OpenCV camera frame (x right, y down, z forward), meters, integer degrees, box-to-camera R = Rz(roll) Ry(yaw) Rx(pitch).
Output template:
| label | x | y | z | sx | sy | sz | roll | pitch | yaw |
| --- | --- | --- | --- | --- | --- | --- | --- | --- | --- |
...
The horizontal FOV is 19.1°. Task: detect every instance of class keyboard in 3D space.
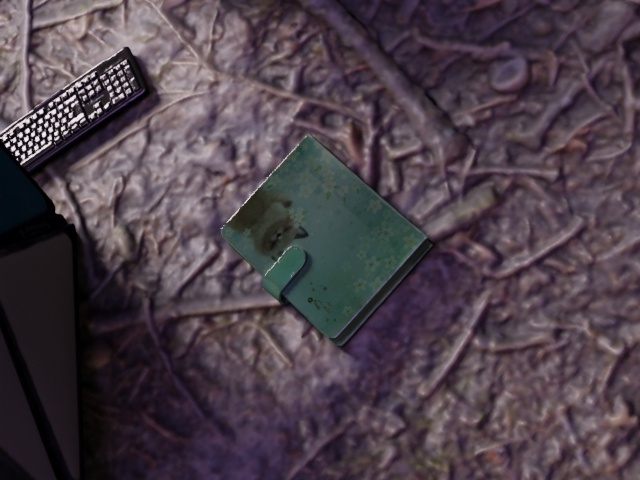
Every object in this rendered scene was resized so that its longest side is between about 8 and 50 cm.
| label | x | y | z | sx | sy | sz | roll | pitch | yaw |
| --- | --- | --- | --- | --- | --- | --- | --- | --- | --- |
| keyboard | -0.202 | -0.091 | 1.470 | 0.155 | 0.010 | 0.053 | -34 | 56 | 10 |

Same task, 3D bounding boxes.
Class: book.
| label | x | y | z | sx | sy | sz | roll | pitch | yaw |
| --- | --- | --- | --- | --- | --- | --- | --- | --- | --- |
| book | 0.000 | 0.000 | 1.321 | 0.103 | 0.017 | 0.135 | -48 | 55 | 1 |

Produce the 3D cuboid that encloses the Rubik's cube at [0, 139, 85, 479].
| label | x | y | z | sx | sy | sz | roll | pitch | yaw |
| --- | --- | --- | --- | --- | --- | --- | --- | --- | --- |
| Rubik's cube | -0.352 | 0.054 | 1.278 | 0.307 | 0.305 | 0.310 | -21 | 49 | 15 |
